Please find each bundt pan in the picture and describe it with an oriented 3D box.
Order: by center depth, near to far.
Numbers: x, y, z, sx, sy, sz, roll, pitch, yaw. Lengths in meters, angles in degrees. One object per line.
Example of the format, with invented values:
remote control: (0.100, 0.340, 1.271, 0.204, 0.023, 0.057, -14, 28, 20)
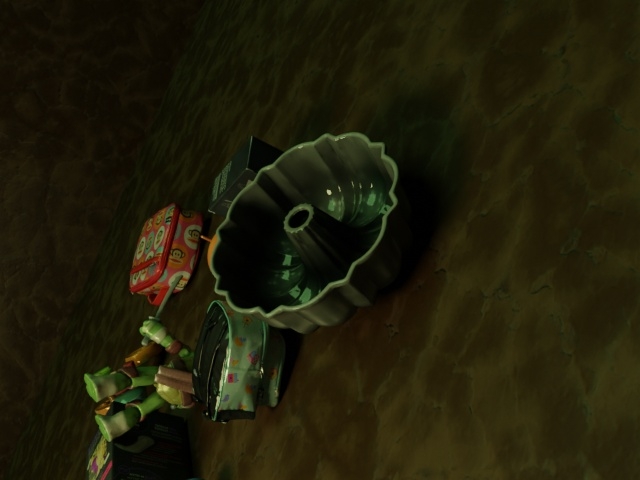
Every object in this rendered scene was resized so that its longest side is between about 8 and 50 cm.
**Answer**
bundt pan: (0.000, 0.000, 1.076, 0.331, 0.124, 0.330, -23, 44, 23)

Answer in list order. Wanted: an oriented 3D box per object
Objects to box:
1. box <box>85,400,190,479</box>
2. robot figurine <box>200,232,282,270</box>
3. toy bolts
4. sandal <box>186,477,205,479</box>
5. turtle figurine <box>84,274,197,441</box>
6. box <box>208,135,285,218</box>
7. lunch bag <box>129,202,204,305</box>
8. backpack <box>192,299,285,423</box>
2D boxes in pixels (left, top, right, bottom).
box: (-0.358, 0.469, 1.390, 0.143, 0.165, 0.270, -59, 26, 19)
robot figurine: (-0.109, 0.041, 1.269, 0.158, 0.220, 0.128, -41, -35, -35)
toy bolts: (-0.451, 0.370, 1.745, 0.218, 0.158, 0.228, -30, 6, -19)
sandal: (-0.204, 0.530, 1.133, 0.138, 0.126, 0.317, -19, 42, 20)
turtle figurine: (-0.328, 0.261, 1.408, 0.274, 0.266, 0.197, 50, 144, 29)
box: (-0.114, -0.101, 1.416, 0.158, 0.156, 0.093, -40, 35, 42)
lunch bag: (-0.422, 0.051, 1.927, 0.293, 0.120, 0.258, -22, 54, 57)
backpack: (-0.140, 0.196, 1.218, 0.166, 0.145, 0.188, -149, 60, -66)
